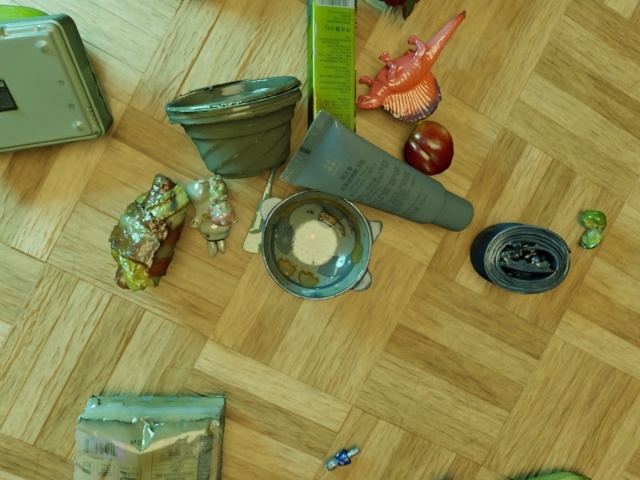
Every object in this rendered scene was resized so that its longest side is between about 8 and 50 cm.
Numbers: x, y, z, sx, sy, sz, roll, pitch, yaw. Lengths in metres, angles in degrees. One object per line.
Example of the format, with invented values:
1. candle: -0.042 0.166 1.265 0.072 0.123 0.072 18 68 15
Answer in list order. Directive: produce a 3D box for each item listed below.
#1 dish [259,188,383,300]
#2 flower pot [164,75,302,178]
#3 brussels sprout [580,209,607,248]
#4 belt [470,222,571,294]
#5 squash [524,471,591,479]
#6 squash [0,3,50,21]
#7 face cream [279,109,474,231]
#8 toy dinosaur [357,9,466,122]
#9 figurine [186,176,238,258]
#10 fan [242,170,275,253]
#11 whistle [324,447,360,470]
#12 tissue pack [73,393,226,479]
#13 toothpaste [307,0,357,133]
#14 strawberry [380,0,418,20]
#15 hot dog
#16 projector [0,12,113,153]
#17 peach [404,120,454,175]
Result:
1. dish: 0.000 0.000 0.787 0.228 0.086 0.236 -28 97 -5
2. flower pot: -0.136 -0.192 0.706 0.236 0.235 0.140 -11 118 -6
3. brussels sprout: 0.586 -0.024 0.884 0.051 0.046 0.083 -4 105 -11
4. belt: 0.415 0.036 0.844 0.191 0.082 0.141 11 99 -7
5. squash: 0.511 0.563 0.908 0.225 0.094 0.094 -11 96 -14
6. squash: -0.529 -0.350 0.693 0.188 0.095 0.095 3 94 -11
7. face cream: 0.125 -0.098 0.737 0.386 0.086 0.135 17 126 -30
8. toy dinosaur: 0.200 -0.315 0.783 0.286 0.070 0.138 -33 87 -4
9. figurine: -0.199 -0.040 0.753 0.081 0.098 0.146 -14 95 -18
10. fan: -0.110 -0.068 0.804 0.038 0.016 0.193 16 93 -11
11. whistle: 0.047 0.460 0.861 0.083 0.029 0.033 -29 134 1
12. tissue pack: -0.313 0.404 0.763 0.257 0.123 0.214 5 96 -7
13. toothpaste: 0.018 -0.309 0.752 0.078 0.110 0.327 -1 95 -9
14. strawberry: 0.112 -0.536 0.754 0.228 0.098 0.174 38 88 -5
15. hot dog: -0.307 -0.014 0.722 0.103 0.146 0.213 19 88 -35
16. projector: -0.505 -0.244 0.660 0.257 0.099 0.191 -10 125 -6
17. peach: 0.214 -0.177 0.798 0.101 0.101 0.100 -1 95 -7
